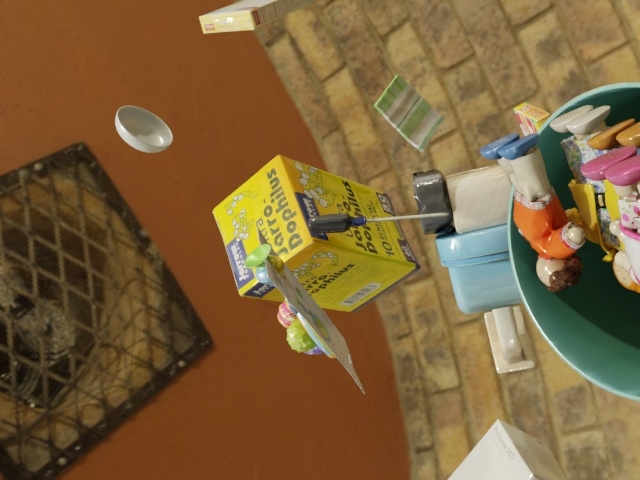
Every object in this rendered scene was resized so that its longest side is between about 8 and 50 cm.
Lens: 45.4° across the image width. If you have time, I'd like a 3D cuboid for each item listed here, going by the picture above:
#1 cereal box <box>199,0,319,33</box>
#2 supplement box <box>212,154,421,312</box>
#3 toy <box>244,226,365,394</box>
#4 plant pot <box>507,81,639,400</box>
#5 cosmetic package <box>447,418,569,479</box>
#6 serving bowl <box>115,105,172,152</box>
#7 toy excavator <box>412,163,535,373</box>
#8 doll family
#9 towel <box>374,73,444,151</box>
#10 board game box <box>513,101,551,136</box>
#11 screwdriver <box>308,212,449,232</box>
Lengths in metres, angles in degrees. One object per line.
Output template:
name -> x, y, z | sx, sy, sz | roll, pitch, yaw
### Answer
cereal box -> -0.142, -0.542, 1.791 | 0.240, 0.172, 0.047 | -37, -56, -40
supplement box -> 0.000, 0.000, 1.494 | 0.356, 0.195, 0.194 | 13, -133, -50
toy -> -0.030, 0.105, 1.038 | 0.237, 0.056, 0.137 | 57, -174, -29
plant pot -> 0.374, -0.011, 0.758 | 0.235, 0.293, 0.293 | -9, -103, -31
cosmetic package -> 0.361, 0.599, 1.648 | 0.155, 0.366, 0.197 | 29, -166, -20
serving bowl -> -0.247, -0.149, 1.057 | 0.083, 0.027, 0.083 | 28, -149, -19
toy excavator -> 0.322, 0.069, 1.418 | 0.433, 0.222, 0.446 | -34, -68, -80
doll family -> 0.232, -0.010, 0.548 | 0.163, 0.118, 0.263 | 63, 177, -15
towel -> 0.200, -0.284, 1.699 | 0.152, 0.023, 0.113 | 42, -119, -15
board game box -> 0.445, -0.132, 1.447 | 0.260, 0.039, 0.124 | 58, -175, -20
screwdriver -> 0.068, -0.027, 0.916 | 0.024, 0.169, 0.025 | -89, -13, -46
